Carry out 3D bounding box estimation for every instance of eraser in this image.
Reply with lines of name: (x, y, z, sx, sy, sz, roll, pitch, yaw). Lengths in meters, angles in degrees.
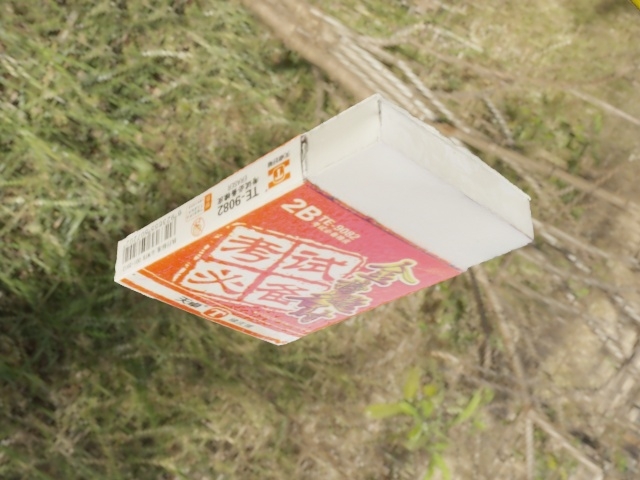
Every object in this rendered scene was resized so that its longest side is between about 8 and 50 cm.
eraser: (0.000, 0.000, 0.636, 0.230, 0.038, 0.157, -26, 143, 36)

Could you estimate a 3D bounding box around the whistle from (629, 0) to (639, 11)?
whistle: (0.258, -0.159, 0.709, 0.046, 0.109, 0.057, -8, 151, -26)
